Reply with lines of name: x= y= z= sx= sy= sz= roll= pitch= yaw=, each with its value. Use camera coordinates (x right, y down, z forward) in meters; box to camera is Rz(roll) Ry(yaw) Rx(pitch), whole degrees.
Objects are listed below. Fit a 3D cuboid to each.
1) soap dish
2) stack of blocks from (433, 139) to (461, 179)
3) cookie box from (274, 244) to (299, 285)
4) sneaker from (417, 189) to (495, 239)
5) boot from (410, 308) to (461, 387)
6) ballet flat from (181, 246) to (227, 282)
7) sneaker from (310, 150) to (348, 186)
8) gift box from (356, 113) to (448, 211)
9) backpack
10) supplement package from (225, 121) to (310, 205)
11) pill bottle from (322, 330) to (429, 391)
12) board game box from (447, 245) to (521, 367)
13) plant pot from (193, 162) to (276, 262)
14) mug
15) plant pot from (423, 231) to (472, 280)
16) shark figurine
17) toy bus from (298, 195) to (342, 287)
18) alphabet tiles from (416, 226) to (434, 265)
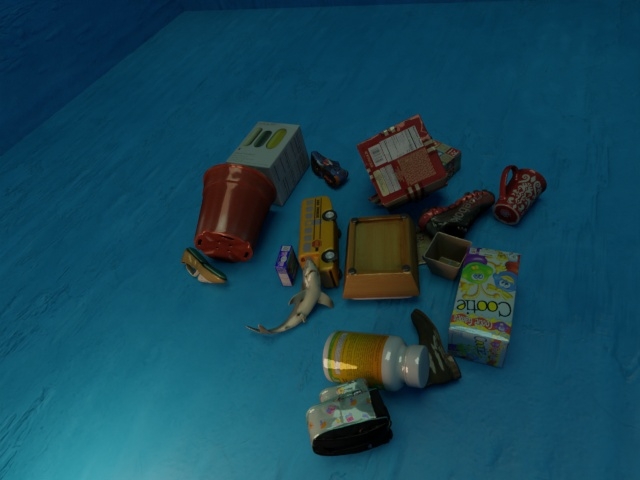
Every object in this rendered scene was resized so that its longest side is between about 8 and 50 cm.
soap dish: x=0.186 y=0.043 z=1.339 sx=0.229 sy=0.118 sz=0.290 roll=-3 pitch=48 yaw=12
stack of blocks: x=0.361 y=-0.316 z=1.641 sx=0.171 sy=0.087 sz=0.297 roll=-40 pitch=52 yaw=-20
cookie box: x=-0.107 y=0.083 z=1.396 sx=0.040 sy=0.107 sz=0.091 roll=3 pitch=51 yaw=15
sneaker: x=0.463 y=-0.073 z=1.399 sx=0.276 sy=0.097 sz=0.135 roll=-22 pitch=54 yaw=-9
boot: x=0.270 y=0.285 z=1.142 sx=0.106 sy=0.082 sz=0.219 roll=-21 pitch=50 yaw=-8
ballet flat: x=-0.408 y=0.104 z=1.491 sx=0.232 sy=0.080 sz=0.073 roll=33 pitch=92 yaw=37
sneaker: x=0.031 y=-0.292 z=1.722 sx=0.087 sy=0.083 sz=0.221 roll=-23 pitch=52 yaw=-24
gift box: x=0.258 y=-0.248 z=1.447 sx=0.277 sy=0.258 sz=0.254 roll=-20 pitch=84 yaw=14
backpack: x=0.058 y=0.425 z=1.015 sx=0.189 sy=0.165 sz=0.144 roll=-20 pitch=47 yaw=-7
supplement package: x=-0.199 y=-0.309 z=1.701 sx=0.200 sy=0.198 sz=0.262 roll=12 pitch=53 yaw=24
pill bottle: x=0.142 y=0.306 z=1.088 sx=0.246 sy=0.136 sz=0.136 roll=-1 pitch=48 yaw=29
board game box: x=0.441 y=0.171 z=1.156 sx=0.142 sy=0.144 sz=0.275 roll=10 pitch=52 yaw=22
plant pot: x=-0.309 y=-0.081 z=1.505 sx=0.273 sy=0.272 sz=0.264 roll=-1 pitch=57 yaw=13
mug: x=0.632 y=-0.151 z=1.408 sx=0.150 sy=0.113 sz=0.169 roll=39 pitch=69 yaw=8
plant pot: x=0.385 y=0.057 z=1.302 sx=0.109 sy=0.096 sz=0.109 roll=21 pitch=57 yaw=28
shark figurine: x=-0.081 y=0.201 z=1.316 sx=0.278 sy=0.166 sz=0.116 roll=-50 pitch=28 yaw=-6
toy bus: x=0.000 y=0.000 z=1.441 sx=0.131 sy=0.108 sz=0.332 roll=-7 pitch=48 yaw=9
alphabet tiles: x=0.276 y=0.012 z=1.430 sx=0.238 sy=0.009 sz=0.198 roll=-12 pitch=47 yaw=3
